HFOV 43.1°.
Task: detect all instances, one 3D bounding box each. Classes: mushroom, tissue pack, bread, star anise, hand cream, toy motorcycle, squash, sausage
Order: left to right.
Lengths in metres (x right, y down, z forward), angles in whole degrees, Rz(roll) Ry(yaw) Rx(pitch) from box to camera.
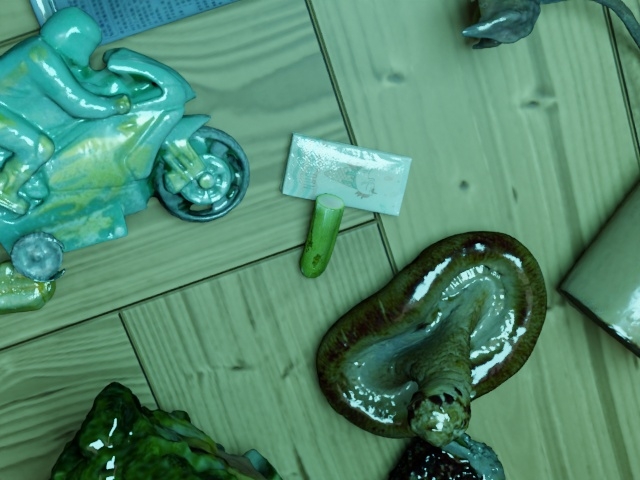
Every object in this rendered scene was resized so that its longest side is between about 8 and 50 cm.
[{"bbox_3d":[-0.275,0.040,0.706,0.088,0.034,0.049,-8,90,-8],"label":"bread"},{"bbox_3d":[-0.209,-0.076,0.641,0.297,0.109,0.198,-17,112,-13],"label":"toy motorcycle"},{"bbox_3d":[-0.108,-0.217,0.652,0.256,0.055,0.088,-15,113,0],"label":"hand cream"},{"bbox_3d":[0.000,0.000,0.719,0.028,0.027,0.083,8,124,-8],"label":"squash"},{"bbox_3d":[0.022,-0.058,0.718,0.108,0.023,0.056,10,104,-8],"label":"tissue pack"},{"bbox_3d":[0.106,0.097,0.663,0.148,0.217,0.227,44,95,-7],"label":"mushroom"},{"bbox_3d":[0.225,-0.166,0.660,0.228,0.148,0.218,12,145,2],"label":"star anise"},{"bbox_3d":[0.330,-0.016,0.712,0.123,0.123,0.252,35,97,-13],"label":"sausage"}]

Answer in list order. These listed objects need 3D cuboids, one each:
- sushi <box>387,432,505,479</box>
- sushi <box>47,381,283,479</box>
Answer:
[{"bbox_3d":[0.118,0.223,0.759,0.094,0.098,0.084,26,97,-7],"label":"sushi"},{"bbox_3d":[-0.055,0.282,0.648,0.352,0.294,0.178,31,80,14],"label":"sushi"}]
